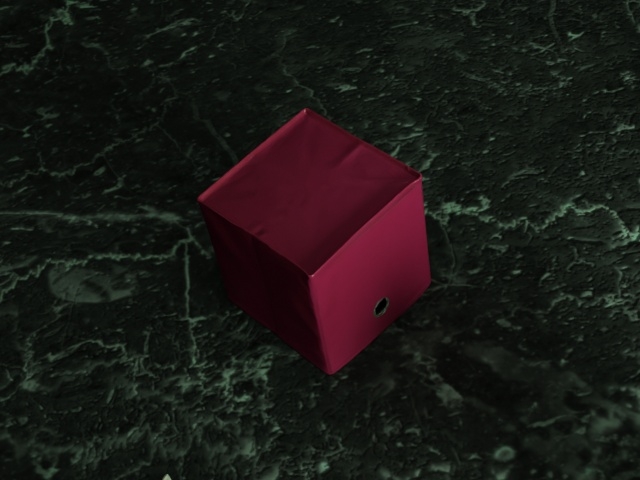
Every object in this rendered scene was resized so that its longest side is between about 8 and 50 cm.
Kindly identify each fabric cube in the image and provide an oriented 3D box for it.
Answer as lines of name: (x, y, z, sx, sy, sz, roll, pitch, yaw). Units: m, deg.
fabric cube: (0.000, 0.000, 1.885, 0.259, 0.258, 0.254, 34, 62, 31)

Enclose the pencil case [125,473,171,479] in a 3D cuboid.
pencil case: (-0.126, 0.476, 1.574, 0.410, 0.160, 0.183, 28, 74, 28)
